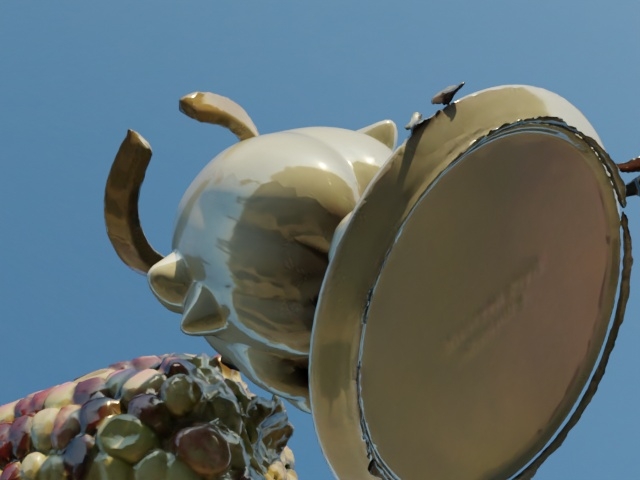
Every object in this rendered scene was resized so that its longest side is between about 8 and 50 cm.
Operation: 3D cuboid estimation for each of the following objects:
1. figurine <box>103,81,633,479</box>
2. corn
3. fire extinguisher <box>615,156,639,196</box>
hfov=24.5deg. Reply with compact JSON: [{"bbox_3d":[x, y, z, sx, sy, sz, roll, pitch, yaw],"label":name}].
[{"bbox_3d":[0.000,0.000,0.457,0.132,0.154,0.132,-18,-62,-39],"label":"figurine"},{"bbox_3d":[-0.140,0.112,0.526,0.280,0.092,0.092,-18,-76,10],"label":"corn"},{"bbox_3d":[0.250,-0.108,0.885,0.106,0.252,0.075,10,-123,-1],"label":"fire extinguisher"}]
